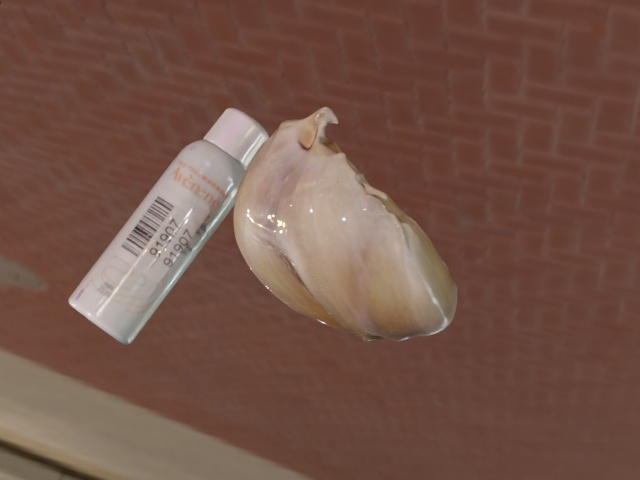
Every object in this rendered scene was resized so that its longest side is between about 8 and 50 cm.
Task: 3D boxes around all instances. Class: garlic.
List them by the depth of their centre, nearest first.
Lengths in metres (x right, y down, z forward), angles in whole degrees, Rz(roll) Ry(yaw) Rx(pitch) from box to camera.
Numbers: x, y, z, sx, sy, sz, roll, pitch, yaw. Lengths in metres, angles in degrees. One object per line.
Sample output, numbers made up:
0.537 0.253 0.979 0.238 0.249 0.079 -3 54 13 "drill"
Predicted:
0.000 0.000 1.151 0.217 0.110 0.228 -4 117 52 "garlic"

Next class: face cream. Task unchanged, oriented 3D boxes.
-0.151 -0.021 1.271 0.082 0.269 0.082 35 172 6 "face cream"
